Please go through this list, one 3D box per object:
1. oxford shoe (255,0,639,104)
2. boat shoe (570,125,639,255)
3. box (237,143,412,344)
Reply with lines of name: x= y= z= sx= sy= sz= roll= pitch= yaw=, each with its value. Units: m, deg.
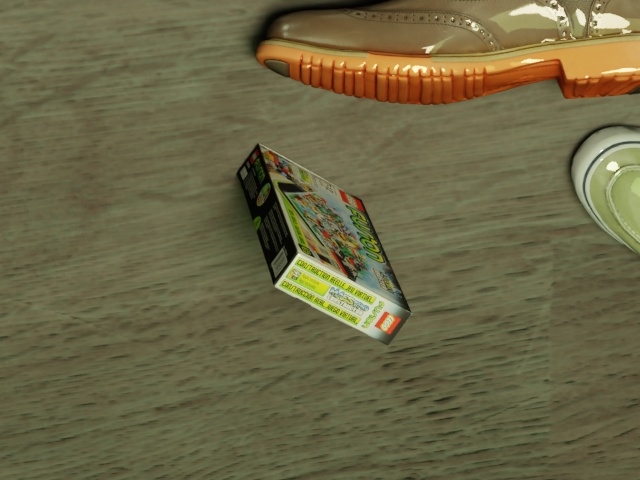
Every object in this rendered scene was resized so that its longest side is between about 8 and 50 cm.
oxford shoe: x=0.127 y=-0.186 z=1.650 sx=0.364 sy=0.130 sz=0.132 roll=-1 pitch=85 yaw=-3
boat shoe: x=0.353 y=0.000 z=1.782 sx=0.302 sy=0.094 sz=0.109 roll=31 pitch=108 yaw=-23
box: x=0.000 y=0.000 z=1.649 sx=0.114 sy=0.207 sz=0.036 roll=28 pitch=109 yaw=-23
